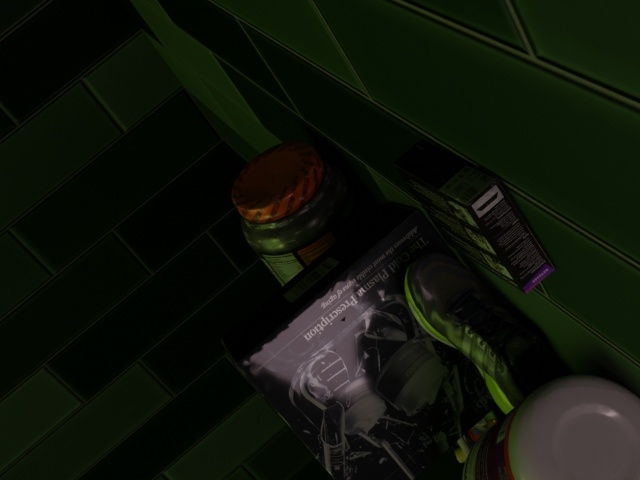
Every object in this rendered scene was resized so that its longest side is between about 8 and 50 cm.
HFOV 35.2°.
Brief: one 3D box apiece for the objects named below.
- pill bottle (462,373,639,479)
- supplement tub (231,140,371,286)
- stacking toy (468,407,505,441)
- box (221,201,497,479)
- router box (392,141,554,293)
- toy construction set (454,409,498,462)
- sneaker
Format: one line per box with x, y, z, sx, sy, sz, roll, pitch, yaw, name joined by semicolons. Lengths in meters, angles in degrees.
0.282;0.289;1.239;0.181;0.181;0.323;49;160;14;pill bottle
0.000;0.000;1.763;0.338;0.207;0.207;55;173;-36;supplement tub
0.380;0.422;2.045;0.141;0.141;0.330;51;-179;-10;stacking toy
0.085;0.171;1.517;0.312;0.343;0.179;51;174;-13;box
0.163;-0.029;1.102;0.133;0.046;0.179;52;174;-28;router box
0.241;0.266;1.905;0.327;0.151;0.215;70;-174;-52;toy construction set
0.237;0.126;1.364;0.300;0.111;0.121;45;165;-2;sneaker
